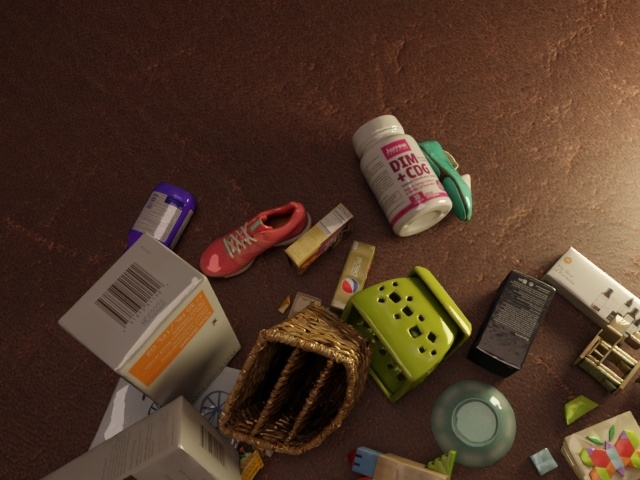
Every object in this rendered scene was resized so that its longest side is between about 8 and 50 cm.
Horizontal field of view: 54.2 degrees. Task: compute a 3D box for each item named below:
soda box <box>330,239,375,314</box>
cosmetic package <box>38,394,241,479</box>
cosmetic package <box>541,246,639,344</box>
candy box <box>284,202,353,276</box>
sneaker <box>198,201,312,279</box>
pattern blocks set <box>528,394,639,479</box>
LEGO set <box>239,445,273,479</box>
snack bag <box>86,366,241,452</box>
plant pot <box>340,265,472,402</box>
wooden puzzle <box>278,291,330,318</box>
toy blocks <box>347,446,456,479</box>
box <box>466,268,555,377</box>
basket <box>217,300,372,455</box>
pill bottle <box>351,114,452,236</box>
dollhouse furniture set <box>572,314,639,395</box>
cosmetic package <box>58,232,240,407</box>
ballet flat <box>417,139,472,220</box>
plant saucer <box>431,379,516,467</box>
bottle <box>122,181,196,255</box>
[{"bbox_3d":[0.081,0.096,1.548,0.058,0.061,0.181,18,72,10],"label":"soda box"},{"bbox_3d":[-0.380,0.519,1.287,0.385,0.217,0.156,-34,27,6],"label":"cosmetic package"},{"bbox_3d":[0.661,0.130,1.498,0.239,0.060,0.099,41,77,16],"label":"cosmetic package"},{"bbox_3d":[0.000,0.000,1.564,0.187,0.109,0.053,-39,73,-11],"label":"candy box"},{"bbox_3d":[-0.173,-0.016,1.567,0.314,0.136,0.116,-28,70,-6],"label":"sneaker"},{"bbox_3d":[0.649,0.480,1.391,0.325,0.026,0.285,-36,72,-8],"label":"pattern blocks set"},{"bbox_3d":[-0.200,0.556,1.380,0.107,0.132,0.287,-2,64,33],"label":"LEGO set"},{"bbox_3d":[-0.351,0.427,1.473,0.343,0.037,0.323,16,71,9],"label":"snack bag"},{"bbox_3d":[0.196,0.203,1.417,0.207,0.227,0.228,-29,70,-19],"label":"plant pot"},{"bbox_3d":[-0.039,0.171,1.556,0.116,0.014,0.078,24,78,12],"label":"wooden puzzle"},{"bbox_3d":[0.109,0.597,1.321,0.261,0.191,0.381,13,81,22],"label":"toy blocks"},{"bbox_3d":[0.435,0.195,1.440,0.108,0.153,0.207,26,73,13],"label":"box"},{"bbox_3d":[-0.043,0.319,1.324,0.213,0.223,0.299,35,115,17],"label":"basket"},{"bbox_3d":[0.198,-0.166,1.582,0.160,0.160,0.283,-25,70,-5],"label":"pill bottle"},{"bbox_3d":[0.678,0.281,1.376,0.182,0.161,0.101,40,71,21],"label":"dollhouse furniture set"},{"bbox_3d":[-0.324,0.199,1.296,0.161,0.453,0.230,35,71,16],"label":"cosmetic package"},{"bbox_3d":[0.337,-0.167,1.619,0.087,0.083,0.247,-27,72,-21],"label":"ballet flat"},{"bbox_3d":[0.352,0.416,1.429,0.195,0.037,0.194,-1,70,4],"label":"plant saucer"},{"bbox_3d":[-0.429,-0.008,1.604,0.118,0.092,0.282,21,73,12],"label":"bottle"}]
